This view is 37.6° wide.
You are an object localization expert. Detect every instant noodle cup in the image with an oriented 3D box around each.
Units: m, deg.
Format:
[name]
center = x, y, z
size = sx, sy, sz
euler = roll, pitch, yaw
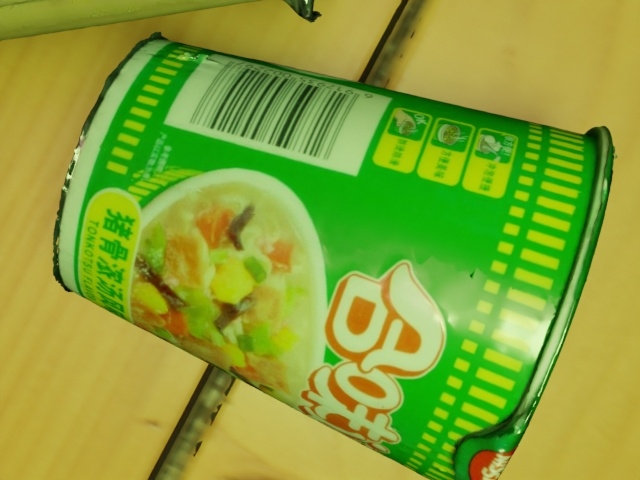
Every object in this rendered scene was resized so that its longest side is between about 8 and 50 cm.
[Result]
[instant noodle cup]
center = 0.000, 0.000, 0.480
size = 0.232, 0.207, 0.207
euler = 21, 93, 4

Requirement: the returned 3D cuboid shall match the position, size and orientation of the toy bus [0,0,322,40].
[toy bus]
center = -0.162, -0.172, 0.435
size = 0.365, 0.202, 0.177
euler = -10, 113, -2
